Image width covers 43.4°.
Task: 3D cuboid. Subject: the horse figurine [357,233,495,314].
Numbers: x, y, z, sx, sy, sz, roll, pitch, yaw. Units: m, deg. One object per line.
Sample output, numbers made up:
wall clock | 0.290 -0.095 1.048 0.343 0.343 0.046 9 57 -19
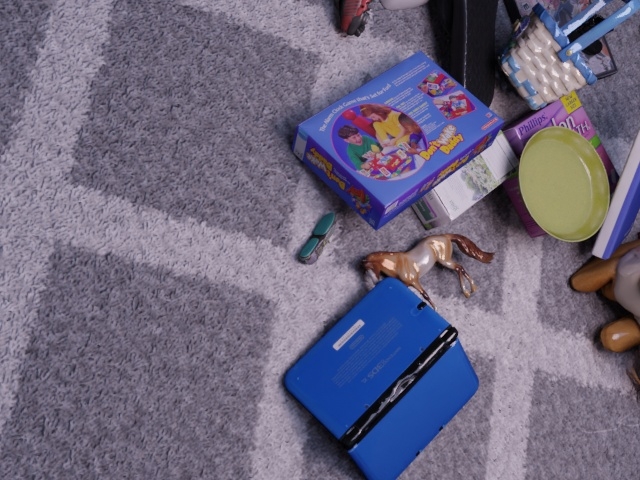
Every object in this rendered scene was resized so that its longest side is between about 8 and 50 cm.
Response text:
horse figurine | 0.213 0.058 1.577 0.263 0.066 0.175 -30 87 -21

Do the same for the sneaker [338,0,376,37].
sneaker | 0.056 -0.547 1.613 0.135 0.097 0.276 9 85 -9

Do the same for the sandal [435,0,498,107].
sandal | 0.301 -0.494 1.719 0.167 0.107 0.446 5 89 -48

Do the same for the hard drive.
hard drive | 0.680 -0.135 1.730 0.210 0.040 0.319 -30 139 -51

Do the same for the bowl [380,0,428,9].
bowl | 0.176 -0.567 1.702 0.142 0.053 0.142 -20 90 -29

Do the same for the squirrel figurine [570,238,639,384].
squirrel figurine | 0.806 0.160 1.761 0.397 0.281 0.371 -34 102 -26

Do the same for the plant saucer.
plant saucer | 0.490 -0.113 1.645 0.240 0.037 0.241 5 78 -27

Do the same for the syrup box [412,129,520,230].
syrup box | 0.294 -0.124 1.644 0.236 0.096 0.093 -35 94 -28

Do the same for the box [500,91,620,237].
box | 0.505 -0.167 1.752 0.213 0.117 0.243 -32 94 -29

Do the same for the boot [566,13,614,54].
boot | 0.632 -0.475 1.854 0.121 0.099 0.045 18 74 -24

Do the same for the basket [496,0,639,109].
basket | 0.521 -0.421 1.692 0.201 0.289 0.255 54 17 -10

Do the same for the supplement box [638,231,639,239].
supplement box | 0.804 0.001 1.908 0.083 0.055 0.043 10 75 -26

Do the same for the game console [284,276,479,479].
game console | 0.119 0.263 1.485 0.250 0.173 0.293 41 72 20

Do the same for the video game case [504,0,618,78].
video game case | 0.568 -0.495 1.901 0.248 0.035 0.275 -21 89 -30

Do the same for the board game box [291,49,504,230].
board game box | 0.151 -0.202 1.543 0.347 0.078 0.233 -35 70 -29

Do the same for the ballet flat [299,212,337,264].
ballet flat | 0.000 0.000 1.503 0.041 0.041 0.114 41 64 -14
